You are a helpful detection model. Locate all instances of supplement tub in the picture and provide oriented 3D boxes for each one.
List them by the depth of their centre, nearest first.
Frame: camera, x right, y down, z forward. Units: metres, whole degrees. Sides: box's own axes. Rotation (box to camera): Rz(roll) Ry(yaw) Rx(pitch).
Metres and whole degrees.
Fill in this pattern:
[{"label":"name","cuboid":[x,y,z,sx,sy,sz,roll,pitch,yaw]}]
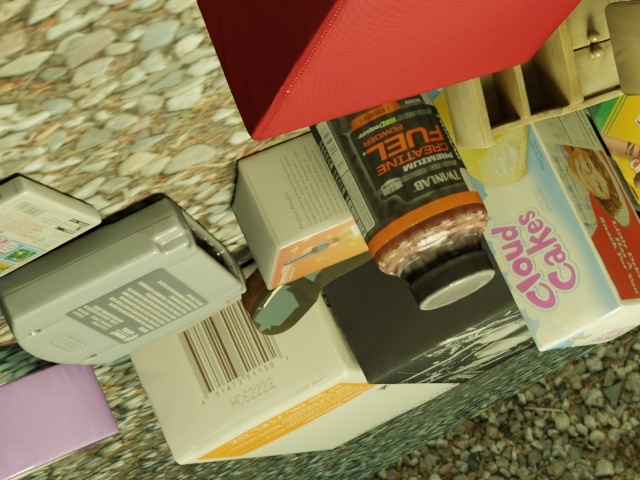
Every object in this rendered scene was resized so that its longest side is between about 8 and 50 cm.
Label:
[{"label":"supplement tub","cuboid":[0.073,-0.044,1.448,0.106,0.198,0.106,-25,166,-7]}]

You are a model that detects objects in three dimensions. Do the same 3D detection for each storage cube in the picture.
[{"label":"storage cube","cuboid":[0.037,-0.189,0.895,0.215,0.183,0.193,-18,165,-26]}]

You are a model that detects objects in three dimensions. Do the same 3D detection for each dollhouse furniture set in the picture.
[{"label":"dollhouse furniture set","cuboid":[0.223,-0.143,1.339,0.161,0.212,0.242,-19,-168,-27]}]

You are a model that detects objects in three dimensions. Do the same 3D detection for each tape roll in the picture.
[{"label":"tape roll","cuboid":[-0.350,0.214,1.793,0.275,0.090,0.275,-24,175,-2]}]

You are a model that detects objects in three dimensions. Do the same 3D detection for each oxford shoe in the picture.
[{"label":"oxford shoe","cuboid":[0.000,0.000,1.774,0.212,0.076,0.076,-39,131,1]}]

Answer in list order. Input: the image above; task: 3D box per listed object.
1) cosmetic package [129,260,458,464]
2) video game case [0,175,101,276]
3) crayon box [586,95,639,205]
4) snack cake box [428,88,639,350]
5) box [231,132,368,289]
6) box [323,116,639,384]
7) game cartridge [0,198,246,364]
[{"label":"cosmetic package","cuboid":[-0.011,0.138,2.040,0.230,0.161,0.453,-30,166,18]},{"label":"video game case","cuboid":[-0.267,0.000,1.398,0.143,0.019,0.157,-27,167,9]},{"label":"crayon box","cuboid":[0.376,-0.086,1.644,0.165,0.278,0.081,-36,163,35]},{"label":"snack cake box","cuboid":[0.202,-0.040,1.544,0.089,0.264,0.152,-31,164,25]},{"label":"box","cuboid":[0.016,-0.042,1.579,0.170,0.091,0.130,-22,166,-12]},{"label":"box","cuboid":[0.202,0.014,1.917,0.312,0.179,0.343,-29,165,18]},{"label":"game cartridge","cuboid":[-0.189,0.048,1.638,0.198,0.062,0.297,-22,166,4]}]
